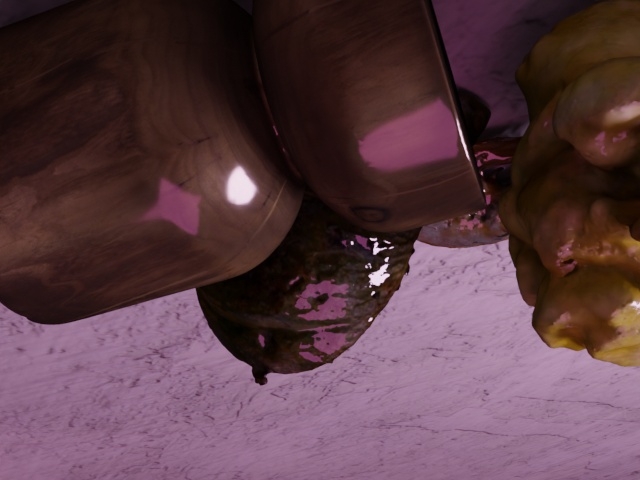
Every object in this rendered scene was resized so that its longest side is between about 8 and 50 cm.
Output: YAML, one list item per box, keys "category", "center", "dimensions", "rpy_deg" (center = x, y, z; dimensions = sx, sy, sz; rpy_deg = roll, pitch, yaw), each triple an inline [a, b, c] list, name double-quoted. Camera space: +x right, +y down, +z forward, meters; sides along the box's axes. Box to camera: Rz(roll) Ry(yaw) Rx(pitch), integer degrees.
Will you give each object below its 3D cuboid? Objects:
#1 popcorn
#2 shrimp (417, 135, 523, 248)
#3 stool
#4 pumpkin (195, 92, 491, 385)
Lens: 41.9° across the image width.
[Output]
- category: "popcorn"
  center: [0.214, -0.037, 0.526]
  dimensions: [0.192, 0.233, 0.266]
  rpy_deg: [8, 178, 21]
- category: "shrimp"
  center: [0.147, -0.039, 0.705]
  dimensions: [0.187, 0.052, 0.132]
  rpy_deg: [-18, 149, 22]
- category: "stool"
  center: [-0.058, -0.068, 0.474]
  dimensions: [0.264, 0.179, 0.179]
  rpy_deg: [-15, 150, 12]
- category: "pumpkin"
  center: [0.001, -0.002, 0.619]
  dimensions: [0.278, 0.163, 0.111]
  rpy_deg: [-22, 149, 20]
